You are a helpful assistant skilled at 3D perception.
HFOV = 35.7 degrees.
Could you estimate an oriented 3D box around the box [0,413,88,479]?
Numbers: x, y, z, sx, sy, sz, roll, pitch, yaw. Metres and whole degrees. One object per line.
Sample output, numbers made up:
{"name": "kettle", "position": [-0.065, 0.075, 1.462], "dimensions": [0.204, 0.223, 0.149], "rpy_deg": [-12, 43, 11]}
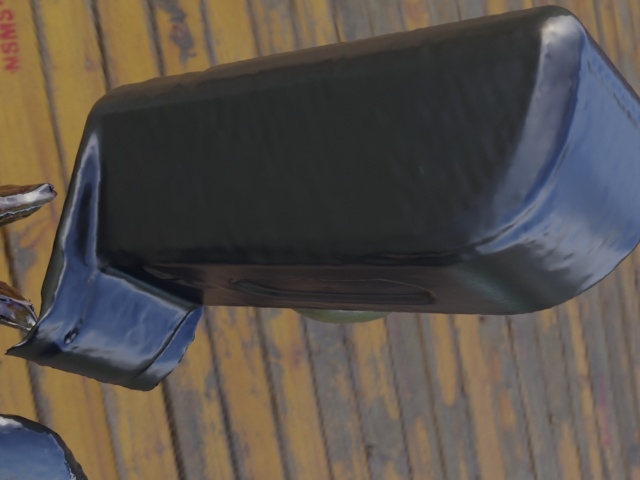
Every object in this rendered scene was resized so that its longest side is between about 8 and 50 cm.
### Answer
{"name": "box", "position": [-0.238, 0.183, 0.624], "dimensions": [0.042, 0.201, 0.212], "rpy_deg": [-101, -177, -47]}

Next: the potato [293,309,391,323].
{"name": "potato", "position": [0.023, 0.007, 1.171], "dimensions": [0.235, 0.160, 0.178], "rpy_deg": [4, 95, -30]}

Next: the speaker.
{"name": "speaker", "position": [0.000, 0.000, 0.619], "dimensions": [0.180, 0.388, 0.184], "rpy_deg": [28, 65, -51]}

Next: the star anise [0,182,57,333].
{"name": "star anise", "position": [-0.341, -0.006, 0.755], "dimensions": [0.288, 0.088, 0.288], "rpy_deg": [-2, 97, -19]}
